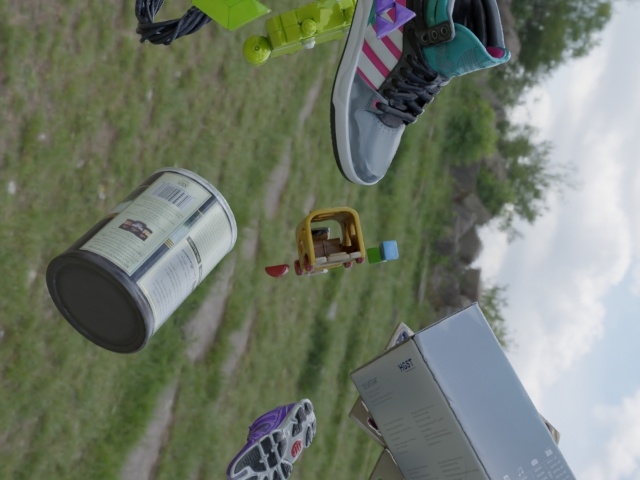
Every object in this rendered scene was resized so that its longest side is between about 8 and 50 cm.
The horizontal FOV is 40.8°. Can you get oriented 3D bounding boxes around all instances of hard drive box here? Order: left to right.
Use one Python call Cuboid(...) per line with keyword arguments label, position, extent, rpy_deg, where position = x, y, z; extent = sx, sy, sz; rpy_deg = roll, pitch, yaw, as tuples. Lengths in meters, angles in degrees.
Cuboid(label="hard drive box", position=(0.146, 0.205, 0.894), extent=(0.232, 0.089, 0.181), rpy_deg=(62, -26, 9))

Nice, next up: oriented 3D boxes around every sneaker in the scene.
Cuboid(label="sneaker", position=(-0.066, 0.252, 1.044), extent=(0.170, 0.071, 0.068), rpy_deg=(-33, 111, -59))
Cuboid(label="sneaker", position=(0.124, -0.198, 0.997), extent=(0.124, 0.178, 0.295), rpy_deg=(2, 101, -47))

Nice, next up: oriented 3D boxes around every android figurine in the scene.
Cuboid(label="android figurine", position=(0.000, -0.320, 1.289), extent=(0.273, 0.248, 0.056), rpy_deg=(-133, -154, -79))

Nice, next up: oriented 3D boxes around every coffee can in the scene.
Cuboid(label="coffee can", position=(-0.297, 0.029, 1.468), extent=(0.275, 0.201, 0.201), rpy_deg=(-51, 157, -44))

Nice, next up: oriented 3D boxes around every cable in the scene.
Cuboid(label="cable", position=(-0.194, -0.338, 1.235), extent=(0.047, 0.150, 0.184), rpy_deg=(77, 7, -45))

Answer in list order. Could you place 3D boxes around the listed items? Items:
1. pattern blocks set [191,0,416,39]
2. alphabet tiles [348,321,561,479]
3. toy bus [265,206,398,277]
Cuboid(label="pattern blocks set", position=(-0.024, -0.329, 0.810), extent=(0.285, 0.325, 0.026), rpy_deg=(-47, -178, 10))
Cuboid(label="alphabet tiles", position=(0.188, 0.268, 1.059), extent=(0.011, 0.342, 0.285), rpy_deg=(-39, -169, 42))
Cuboid(label="toy bus", position=(0.007, -0.002, 1.436), extent=(0.191, 0.202, 0.104), rpy_deg=(-2, 82, -56))
